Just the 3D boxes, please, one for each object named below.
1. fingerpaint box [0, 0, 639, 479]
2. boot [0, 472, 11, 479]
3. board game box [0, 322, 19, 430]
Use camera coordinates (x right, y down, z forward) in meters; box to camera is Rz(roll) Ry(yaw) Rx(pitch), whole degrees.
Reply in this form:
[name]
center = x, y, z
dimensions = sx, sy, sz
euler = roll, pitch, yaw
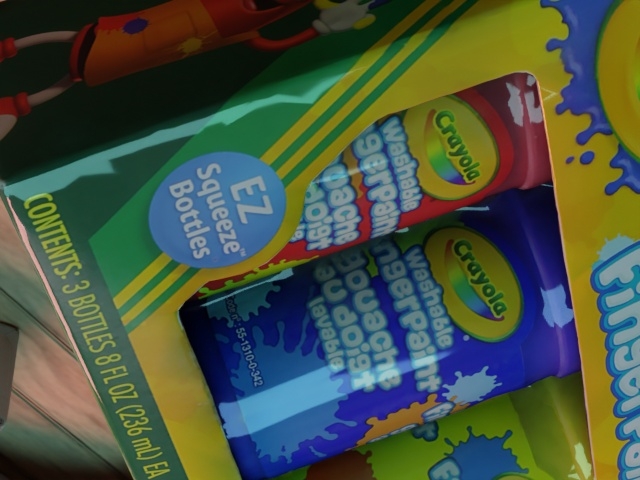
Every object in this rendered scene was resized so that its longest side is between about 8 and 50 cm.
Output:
[fingerpaint box]
center = 0.056, 0.029, 0.864
dimensions = 0.371, 0.163, 0.445
euler = -19, 132, -4
[boot]
center = -0.123, 0.225, 1.194
dimensions = 0.338, 0.118, 0.223
euler = 40, 100, -15
[board game box]
center = -0.389, 0.144, 1.090
dimensions = 0.224, 0.097, 0.303
euler = 23, 132, -27
